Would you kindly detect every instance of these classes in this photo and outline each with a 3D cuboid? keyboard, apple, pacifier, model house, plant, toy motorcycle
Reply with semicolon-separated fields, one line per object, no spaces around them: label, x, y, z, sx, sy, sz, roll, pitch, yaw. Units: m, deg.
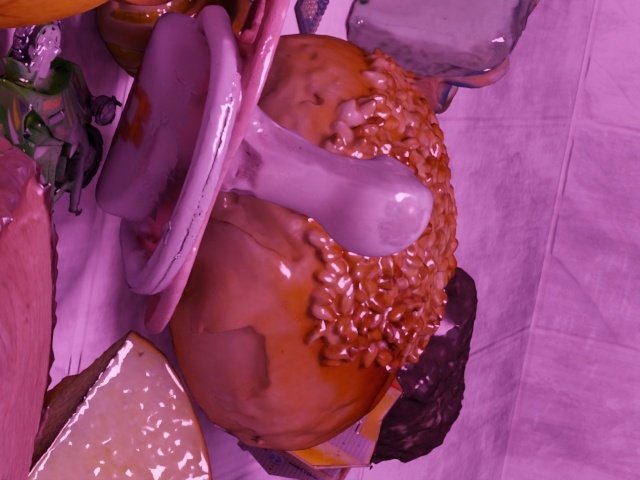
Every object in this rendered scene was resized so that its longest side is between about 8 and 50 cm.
keyboard;0.011;-0.299;2.054;0.055;0.014;0.176;72;35;-52
apple;-0.209;0.238;1.352;0.179;0.254;0.346;81;32;-50
pacifier;-0.059;-0.071;1.492;0.273;0.220;0.332;2;121;-41
model house;0.177;-0.250;2.320;0.325;0.194;0.267;80;28;-57
plant;0.059;0.090;2.145;0.312;0.215;0.213;81;31;-43
toy motorcycle;-0.212;-0.089;1.432;0.106;0.074;0.190;-56;155;-28
model house;-0.049;0.190;1.980;0.136;0.219;0.207;-63;178;36

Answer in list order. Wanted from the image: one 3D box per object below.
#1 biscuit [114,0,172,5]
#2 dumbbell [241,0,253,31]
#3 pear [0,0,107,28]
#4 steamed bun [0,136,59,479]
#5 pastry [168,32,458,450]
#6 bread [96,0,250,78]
biscuit;-0.148;-0.325;1.358;0.275;0.052;0.355;-55;141;-32
dumbbell;-0.078;-0.236;1.731;0.069;0.069;0.147;69;37;-60
pear;-0.183;-0.258;1.090;0.281;0.281;0.280;13;90;-72
steamed bun;-0.277;0.084;1.170;0.251;0.199;0.301;-83;-178;-48
pastry;0.000;0.000;1.800;0.409;0.245;0.409;3;90;-74
bread;-0.110;-0.233;1.590;0.213;0.105;0.213;11;90;-75
